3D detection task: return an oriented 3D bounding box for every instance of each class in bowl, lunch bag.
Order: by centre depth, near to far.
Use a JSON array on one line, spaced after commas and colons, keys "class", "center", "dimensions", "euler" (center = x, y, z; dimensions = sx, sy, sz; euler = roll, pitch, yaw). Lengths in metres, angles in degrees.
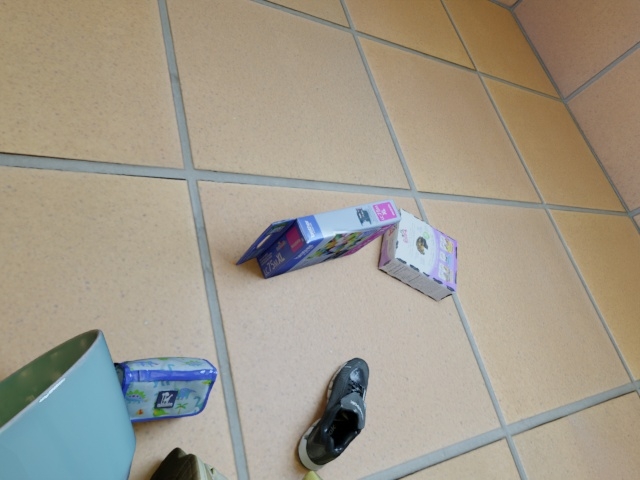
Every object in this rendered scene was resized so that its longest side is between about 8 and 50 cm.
[{"class": "bowl", "center": [-0.336, 0.260, 0.519], "dimensions": [0.163, 0.312, 0.311], "euler": [57, 46, -13]}, {"class": "lunch bag", "center": [-0.237, 0.215, 0.687], "dimensions": [0.129, 0.151, 0.096], "euler": [7, 59, -32]}]

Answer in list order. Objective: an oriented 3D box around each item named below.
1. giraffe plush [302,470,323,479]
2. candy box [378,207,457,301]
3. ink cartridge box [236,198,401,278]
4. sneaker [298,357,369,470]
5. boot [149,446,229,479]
[{"class": "giraffe plush", "center": [-0.006, 0.485, 0.687], "dimensions": [0.170, 0.210, 0.181], "euler": [-41, 95, -13]}, {"class": "candy box", "center": [0.252, 0.036, 1.189], "dimensions": [0.196, 0.070, 0.164], "euler": [29, 50, -18]}, {"class": "ink cartridge box", "center": [0.000, 0.000, 0.959], "dimensions": [0.311, 0.186, 0.065], "euler": [-11, 72, -38]}, {"class": "sneaker", "center": [0.050, 0.308, 0.857], "dimensions": [0.078, 0.106, 0.234], "euler": [43, 47, -6]}, {"class": "boot", "center": [-0.121, 0.372, 0.603], "dimensions": [0.203, 0.262, 0.095], "euler": [41, 64, -9]}]
